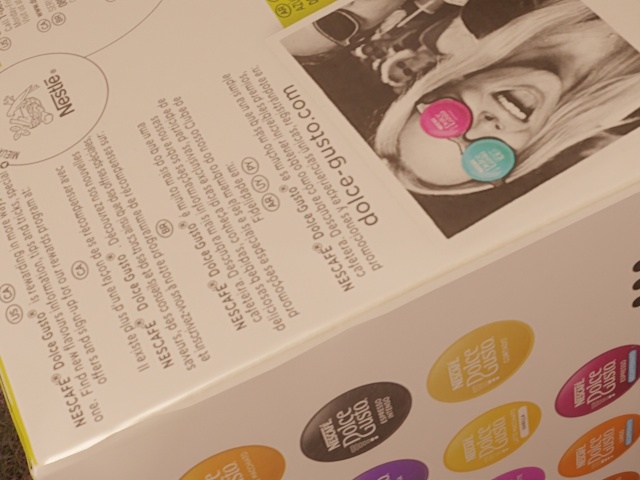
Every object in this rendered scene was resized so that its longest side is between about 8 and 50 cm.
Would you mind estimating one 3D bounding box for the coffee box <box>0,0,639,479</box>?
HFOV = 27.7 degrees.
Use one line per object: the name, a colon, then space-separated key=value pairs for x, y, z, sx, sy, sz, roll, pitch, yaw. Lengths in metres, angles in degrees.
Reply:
coffee box: x=0.000 y=0.000 z=0.711 sx=0.338 sy=0.334 sz=0.338 roll=59 pitch=171 yaw=37
